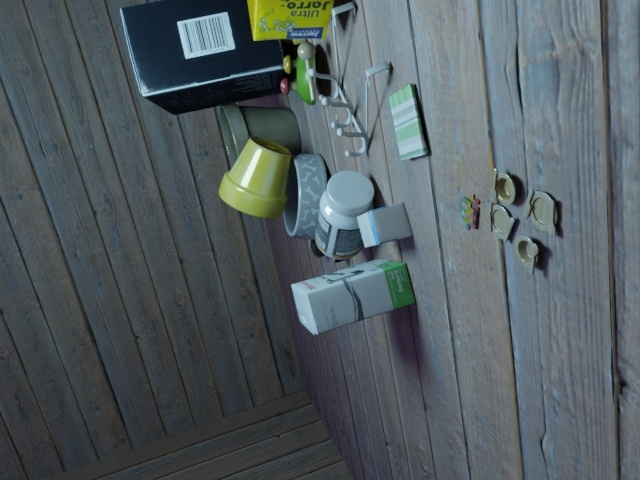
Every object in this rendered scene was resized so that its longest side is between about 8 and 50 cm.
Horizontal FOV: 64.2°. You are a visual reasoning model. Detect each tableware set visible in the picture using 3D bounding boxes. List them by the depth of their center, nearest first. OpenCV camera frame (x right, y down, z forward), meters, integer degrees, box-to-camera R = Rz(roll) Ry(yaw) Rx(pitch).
[{"bbox_3d":[0.325,-0.037,0.843,0.168,0.020,0.141,-123,22,-51],"label":"tableware set"}]

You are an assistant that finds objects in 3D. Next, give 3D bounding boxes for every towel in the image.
[{"bbox_3d":[0.195,-0.258,1.125,0.113,0.023,0.151,-173,71,-73],"label":"towel"}]

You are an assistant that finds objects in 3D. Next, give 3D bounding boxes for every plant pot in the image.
[{"bbox_3d":[-0.222,-0.243,1.891,0.238,0.254,0.254,-67,29,20],"label":"plant pot"},{"bbox_3d":[-0.240,-0.422,2.111,0.323,0.281,0.323,165,90,-77],"label":"plant pot"}]

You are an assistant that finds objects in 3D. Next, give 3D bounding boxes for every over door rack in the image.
[{"bbox_3d":[0.058,-0.400,1.322,0.324,0.108,0.239,102,149,-61],"label":"over door rack"}]

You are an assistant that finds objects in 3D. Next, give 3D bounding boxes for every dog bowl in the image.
[{"bbox_3d":[-0.068,-0.167,1.938,0.349,0.102,0.348,178,90,-74],"label":"dog bowl"}]

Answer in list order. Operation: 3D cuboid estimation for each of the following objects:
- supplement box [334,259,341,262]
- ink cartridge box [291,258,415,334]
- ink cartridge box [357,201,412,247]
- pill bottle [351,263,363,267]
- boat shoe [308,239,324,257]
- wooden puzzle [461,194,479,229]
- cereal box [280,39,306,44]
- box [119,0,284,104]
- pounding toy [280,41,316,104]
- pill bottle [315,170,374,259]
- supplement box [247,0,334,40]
[{"bbox_3d":[0.065,0.020,1.855,0.083,0.056,0.083,92,158,-51],"label":"supplement box"},{"bbox_3d":[0.083,0.150,1.434,0.211,0.289,0.121,-175,70,-75],"label":"ink cartridge box"},{"bbox_3d":[0.161,-0.038,1.338,0.143,0.092,0.089,161,94,-76],"label":"ink cartridge box"},{"bbox_3d":[0.118,0.139,1.698,0.169,0.094,0.094,124,130,-72],"label":"pill bottle"},{"bbox_3d":[0.001,-0.001,2.041,0.223,0.080,0.073,96,160,-46],"label":"boat shoe"},{"bbox_3d":[0.290,-0.054,0.991,0.049,0.006,0.083,-125,23,-53],"label":"wooden puzzle"},{"bbox_3d":[-0.113,-0.761,1.728,0.240,0.047,0.172,-131,28,-61],"label":"cereal box"},{"bbox_3d":[-0.386,-0.665,1.842,0.472,0.480,0.297,-130,28,-84],"label":"box"},{"bbox_3d":[-0.071,-0.511,1.574,0.237,0.110,0.182,-99,8,-77],"label":"pounding toy"},{"bbox_3d":[0.072,-0.072,1.514,0.278,0.162,0.162,100,151,-59],"label":"pill bottle"},{"bbox_3d":[-0.094,-0.714,1.292,0.195,0.194,0.356,115,146,-69],"label":"supplement box"}]
